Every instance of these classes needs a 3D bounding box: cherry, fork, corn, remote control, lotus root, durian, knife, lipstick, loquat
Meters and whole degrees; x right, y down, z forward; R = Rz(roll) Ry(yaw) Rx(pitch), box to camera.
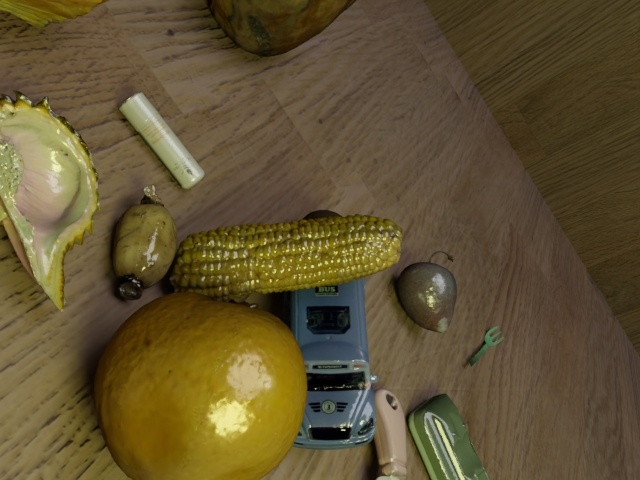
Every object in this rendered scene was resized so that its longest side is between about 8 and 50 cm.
[{"bbox_3d":[0.229,0.108,1.209,0.188,0.115,0.148,16,34,-55],"label":"cherry"},{"bbox_3d":[0.368,0.243,1.385,0.235,0.021,0.039,-17,76,-56],"label":"fork"},{"bbox_3d":[-0.040,0.017,0.765,0.101,0.291,0.101,-9,90,-90],"label":"corn"},{"bbox_3d":[0.256,0.433,1.040,0.128,0.065,0.335,-12,76,-54],"label":"remote control"},{"bbox_3d":[-0.205,-0.002,0.724,0.072,0.063,0.152,15,57,-25],"label":"lotus root"},{"bbox_3d":[-0.295,-0.034,0.621,0.140,0.078,0.224,11,67,-65],"label":"durian"},{"bbox_3d":[0.103,0.353,0.856,0.081,0.043,0.336,36,30,-30],"label":"knife"},{"bbox_3d":[-0.215,-0.134,0.836,0.141,0.040,0.040,53,33,-14],"label":"lipstick"},{"bbox_3d":[-0.097,-0.479,1.101,0.316,0.250,0.316,22,51,-30],"label":"lotus root"},{"bbox_3d":[-0.113,0.148,0.606,0.208,0.208,0.208,34,41,-36],"label":"loquat"}]

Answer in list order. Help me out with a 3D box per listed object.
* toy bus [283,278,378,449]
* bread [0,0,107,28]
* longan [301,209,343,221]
[{"bbox_3d":[0.008,0.122,0.825,0.133,0.125,0.292,92,-3,-55],"label":"toy bus"},{"bbox_3d":[-0.301,-0.353,0.689,0.133,0.250,0.179,-17,93,-59],"label":"bread"},{"bbox_3d":[0.000,0.000,0.991,0.092,0.113,0.113,92,0,-50],"label":"longan"}]
